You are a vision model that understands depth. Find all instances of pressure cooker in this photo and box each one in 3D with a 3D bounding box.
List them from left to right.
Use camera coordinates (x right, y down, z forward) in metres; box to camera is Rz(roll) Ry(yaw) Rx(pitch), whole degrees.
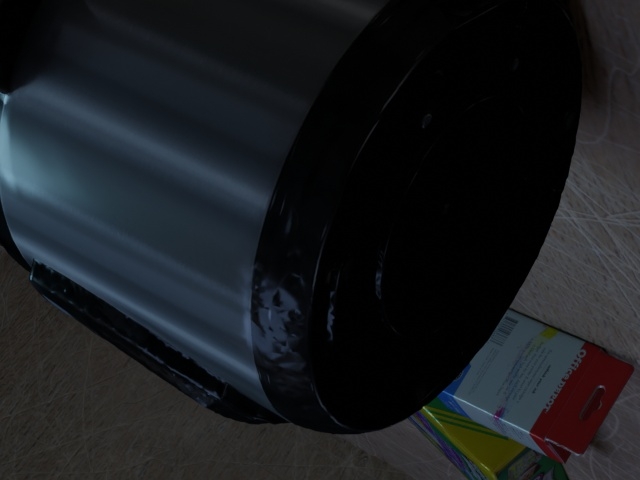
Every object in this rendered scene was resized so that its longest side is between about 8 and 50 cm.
[{"bbox_3d":[-0.060,-0.092,1.178,0.420,0.375,0.370,27,141,28],"label":"pressure cooker"}]

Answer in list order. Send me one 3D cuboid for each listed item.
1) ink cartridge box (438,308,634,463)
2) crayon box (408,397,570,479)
[{"bbox_3d":[0.261,0.176,1.880,0.231,0.134,0.078,24,164,37],"label":"ink cartridge box"},{"bbox_3d":[0.204,0.249,2.207,0.313,0.106,0.363,43,173,28],"label":"crayon box"}]
